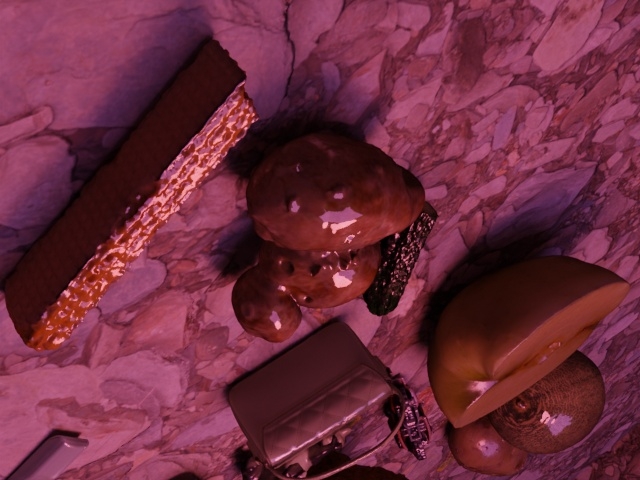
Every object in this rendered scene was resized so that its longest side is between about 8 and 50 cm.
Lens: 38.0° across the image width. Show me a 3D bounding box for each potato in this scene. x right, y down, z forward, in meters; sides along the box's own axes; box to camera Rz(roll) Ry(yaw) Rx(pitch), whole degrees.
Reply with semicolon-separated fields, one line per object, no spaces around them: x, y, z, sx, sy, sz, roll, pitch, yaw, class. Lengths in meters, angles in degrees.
0.391;0.475;2.189;0.165;0.165;0.262;-46;137;11;potato

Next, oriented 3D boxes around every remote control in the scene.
-0.397;0.330;1.301;0.162;0.029;0.061;-45;146;10;remote control

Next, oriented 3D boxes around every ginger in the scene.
0.000;0.000;1.176;0.245;0.155;0.304;-18;142;-34;ginger

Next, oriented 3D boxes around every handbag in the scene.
0.000;0.266;1.453;0.256;0.219;0.079;-31;145;-11;handbag

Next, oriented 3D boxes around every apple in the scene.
0.377;0.181;1.684;0.360;0.320;0.311;-23;107;-34;apple

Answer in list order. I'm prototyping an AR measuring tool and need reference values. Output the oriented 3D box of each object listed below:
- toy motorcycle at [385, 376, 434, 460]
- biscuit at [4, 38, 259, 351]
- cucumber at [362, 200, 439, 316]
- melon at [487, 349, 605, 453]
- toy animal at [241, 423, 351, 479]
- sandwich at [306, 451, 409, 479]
0.172;0.348;1.856;0.084;0.118;0.212;-17;134;2;toy motorcycle
-0.203;-0.042;0.976;0.378;0.094;0.054;-48;142;12;biscuit
0.111;0.029;1.409;0.077;0.077;0.265;-16;142;-33;cucumber
0.497;0.343;2.045;0.329;0.248;0.248;7;126;-54;melon
-0.040;0.392;1.692;0.225;0.094;0.121;-33;159;-28;toy animal
0.057;0.542;1.797;0.131;0.325;0.262;-29;114;-34;sandwich
